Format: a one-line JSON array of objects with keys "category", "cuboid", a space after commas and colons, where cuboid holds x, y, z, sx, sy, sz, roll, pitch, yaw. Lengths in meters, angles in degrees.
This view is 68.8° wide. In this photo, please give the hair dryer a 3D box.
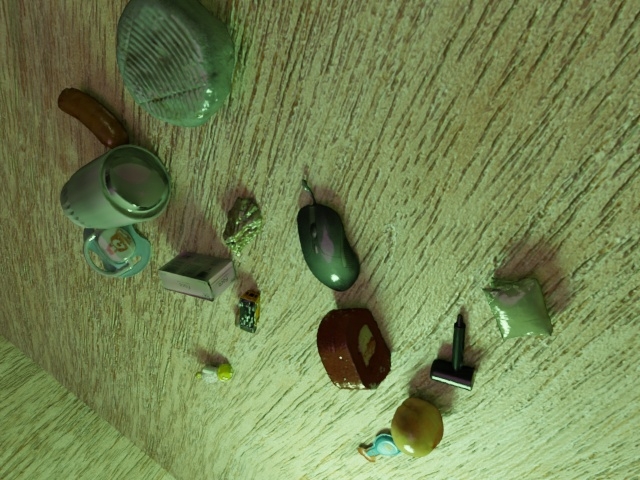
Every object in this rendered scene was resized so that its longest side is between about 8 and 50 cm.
[{"category": "hair dryer", "cuboid": [0.393, 0.322, 1.388, 0.128, 0.070, 0.255, 7, 115, 29]}]

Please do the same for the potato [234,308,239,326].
[{"category": "potato", "cuboid": [-0.312, 0.313, 1.821, 0.037, 0.036, 0.093, 22, 128, 22]}]

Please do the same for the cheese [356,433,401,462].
[{"category": "cheese", "cuboid": [0.232, 0.803, 1.807, 0.106, 0.037, 0.256, 44, 133, 1]}]

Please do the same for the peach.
[{"category": "peach", "cuboid": [0.317, 0.610, 1.536, 0.184, 0.184, 0.184, 16, 126, 23]}]

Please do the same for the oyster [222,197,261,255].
[{"category": "oyster", "cuboid": [-0.268, -0.048, 1.538, 0.133, 0.072, 0.209, 44, 130, -4]}]

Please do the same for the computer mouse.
[{"category": "computer mouse", "cuboid": [0.000, 0.000, 1.396, 0.167, 0.090, 0.379, -8, 113, 34]}]

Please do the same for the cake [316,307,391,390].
[{"category": "cake", "cuboid": [0.106, 0.354, 1.498, 0.151, 0.177, 0.283, -11, 112, 36]}]

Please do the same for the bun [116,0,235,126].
[{"category": "bun", "cuboid": [-0.375, -0.479, 1.241, 0.354, 0.194, 0.354, 13, 124, 21]}]

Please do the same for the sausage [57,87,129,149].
[{"category": "sausage", "cuboid": [-0.760, -0.410, 1.585, 0.270, 0.109, 0.109, 41, 132, 3]}]

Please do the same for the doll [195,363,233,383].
[{"category": "doll", "cuboid": [-0.460, 0.587, 2.062, 0.207, 0.081, 0.129, -14, 142, 34]}]

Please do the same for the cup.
[{"category": "cup", "cuboid": [-0.719, -0.170, 1.620, 0.372, 0.253, 0.253, -8, 114, 38]}]

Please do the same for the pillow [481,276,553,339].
[{"category": "pillow", "cuboid": [0.510, 0.178, 1.202, 0.134, 0.078, 0.181, -11, 114, 36]}]

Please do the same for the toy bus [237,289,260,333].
[{"category": "toy bus", "cuboid": [-0.261, 0.266, 1.734, 0.070, 0.074, 0.162, 16, 125, 13]}]

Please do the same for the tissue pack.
[{"category": "tissue pack", "cuboid": [-0.447, 0.125, 1.711, 0.246, 0.148, 0.092, 9, 124, 29]}]

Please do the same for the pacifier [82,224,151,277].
[{"category": "pacifier", "cuboid": [-0.819, 0.022, 1.878, 0.279, 0.227, 0.207, 55, 171, -10]}]
